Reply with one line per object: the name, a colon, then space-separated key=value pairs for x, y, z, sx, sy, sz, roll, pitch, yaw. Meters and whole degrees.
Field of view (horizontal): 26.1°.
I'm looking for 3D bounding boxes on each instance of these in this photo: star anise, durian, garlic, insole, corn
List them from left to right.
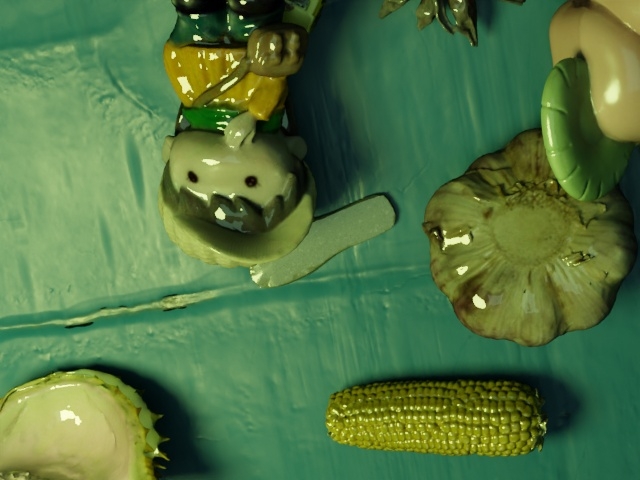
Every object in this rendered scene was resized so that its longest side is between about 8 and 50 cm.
durian: x=-0.303 y=0.251 z=1.663 sx=0.305 sy=0.185 sz=0.196 roll=-5 pitch=76 yaw=14
insole: x=0.000 y=0.000 z=1.635 sx=0.192 sy=0.010 sz=0.063 roll=-26 pitch=99 yaw=11
corn: x=0.137 y=0.210 z=1.627 sx=0.260 sy=0.091 sz=0.091 roll=-2 pitch=88 yaw=8
star anise: x=0.139 y=-0.316 z=1.520 sx=0.195 sy=0.065 sz=0.182 roll=16 pitch=103 yaw=7
garlic: x=0.234 y=0.000 z=1.538 sx=0.244 sy=0.160 sz=0.245 roll=-1 pitch=81 yaw=9

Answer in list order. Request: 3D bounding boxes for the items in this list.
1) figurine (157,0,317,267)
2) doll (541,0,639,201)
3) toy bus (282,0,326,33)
figurine: x=-0.090 y=-0.131 z=1.523 sx=0.185 sy=0.204 sz=0.332 roll=3 pitch=97 yaw=9
doll: x=0.348 y=-0.184 z=1.445 sx=0.284 sy=0.216 sz=0.268 roll=-16 pitch=107 yaw=-29
toy bus: x=-0.101 y=-0.304 z=1.542 sx=0.226 sy=0.081 sz=0.074 roll=28 pitch=105 yaw=0
